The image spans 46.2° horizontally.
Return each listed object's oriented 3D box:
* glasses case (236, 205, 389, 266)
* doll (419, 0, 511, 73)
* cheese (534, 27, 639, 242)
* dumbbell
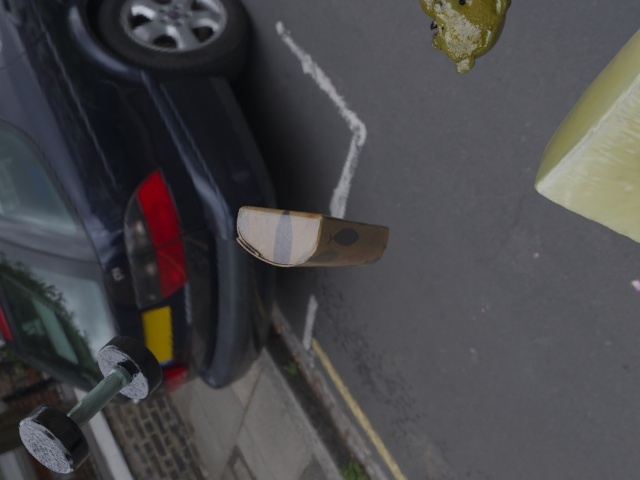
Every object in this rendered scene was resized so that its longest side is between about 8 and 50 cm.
[{"bbox_3d":[0.000,0.000,0.594,0.065,0.170,0.041,8,92,21],"label":"glasses case"},{"bbox_3d":[0.186,-0.335,1.078,0.137,0.097,0.209,-64,34,28],"label":"doll"},{"bbox_3d":[0.405,-0.094,0.796,0.266,0.124,0.242,25,141,-3],"label":"cheese"},{"bbox_3d":[-0.318,0.227,1.054,0.100,0.191,0.100,19,132,23],"label":"dumbbell"}]
